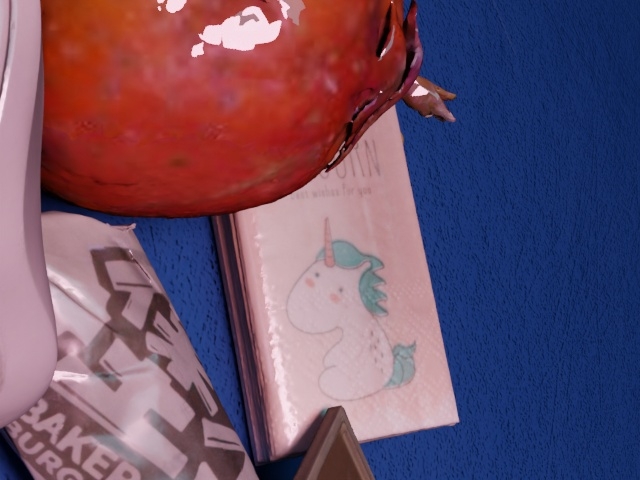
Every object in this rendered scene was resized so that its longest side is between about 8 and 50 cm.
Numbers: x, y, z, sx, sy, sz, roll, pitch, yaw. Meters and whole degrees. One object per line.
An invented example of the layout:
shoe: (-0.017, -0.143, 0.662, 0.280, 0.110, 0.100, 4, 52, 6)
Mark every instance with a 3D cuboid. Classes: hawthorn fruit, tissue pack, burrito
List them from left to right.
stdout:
burrito: (-0.092, 0.175, 0.738, 0.139, 0.101, 0.446, -44, 111, -46)
hawthorn fruit: (-0.054, -0.135, 0.735, 0.307, 0.276, 0.276, 12, 63, -9)
tissue pack: (0.000, 0.000, 0.908, 0.170, 0.071, 0.326, -7, 82, -30)

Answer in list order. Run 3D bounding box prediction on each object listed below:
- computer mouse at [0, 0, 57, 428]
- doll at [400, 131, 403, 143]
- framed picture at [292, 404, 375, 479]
computer mouse: (-0.221, -0.027, 0.549, 0.121, 0.184, 0.297, -80, 174, -69)
doll: (0.029, -0.164, 1.025, 0.089, 0.102, 0.179, 109, -34, -81)
framed picture: (0.012, 0.252, 0.747, 0.189, 0.023, 0.260, 67, 25, -18)
